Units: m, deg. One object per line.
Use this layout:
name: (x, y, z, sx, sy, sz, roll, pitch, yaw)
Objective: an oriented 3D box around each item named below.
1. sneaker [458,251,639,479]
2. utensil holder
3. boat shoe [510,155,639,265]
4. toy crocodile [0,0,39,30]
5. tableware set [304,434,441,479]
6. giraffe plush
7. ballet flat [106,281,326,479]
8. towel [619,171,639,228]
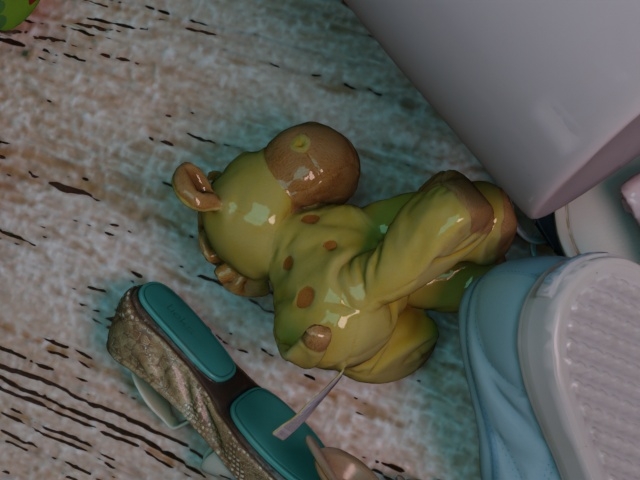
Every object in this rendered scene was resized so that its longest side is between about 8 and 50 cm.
sneaker: (0.179, 0.176, 0.866, 0.135, 0.150, 0.366, -18, 101, -25)
utensil holder: (0.118, -0.253, 0.756, 0.327, 0.327, 0.385, -38, 80, 2)
boat shoe: (0.165, -0.044, 0.908, 0.095, 0.079, 0.254, -30, 80, -13)
toy crocodile: (-0.219, -0.258, 0.996, 0.115, 0.105, 0.340, 29, 82, 12)
tableware set: (0.061, 0.186, 0.843, 0.020, 0.169, 0.141, -55, 41, 19)
giraffe plush: (0.000, 0.000, 0.892, 0.210, 0.181, 0.170, -36, 66, -15)
ballet flat: (-0.071, 0.118, 0.939, 0.206, 0.073, 0.067, 47, 118, 14)
towel: (0.388, 0.042, 0.791, 0.332, 0.053, 0.317, -22, 75, 5)
